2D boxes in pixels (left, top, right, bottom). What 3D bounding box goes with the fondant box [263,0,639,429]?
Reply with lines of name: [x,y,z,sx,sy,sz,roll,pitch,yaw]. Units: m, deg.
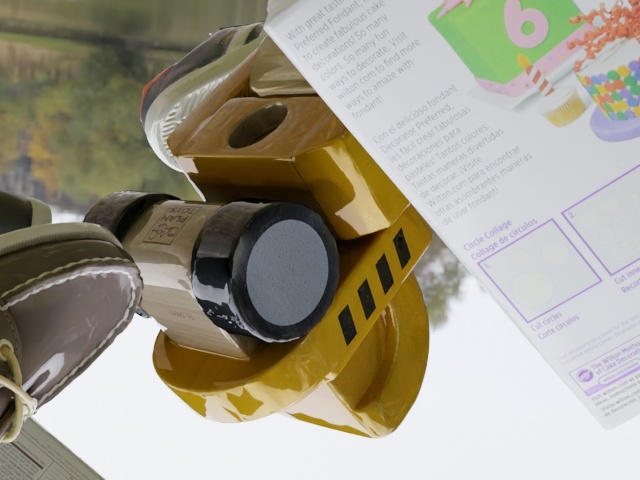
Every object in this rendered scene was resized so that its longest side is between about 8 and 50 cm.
fondant box: [0.165,-0.078,0.699,0.238,0.330,0.096,-34,-157,21]

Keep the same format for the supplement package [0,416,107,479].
supplement package: [-0.327,0.281,1.139,0.198,0.262,0.199,43,165,-12]

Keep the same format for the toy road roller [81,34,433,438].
toy road roller: [0.000,0.000,0.964,0.202,0.329,0.240,6,140,47]

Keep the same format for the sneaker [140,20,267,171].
sneaker: [-0.036,-0.197,1.345,0.350,0.131,0.148,-22,-150,-11]

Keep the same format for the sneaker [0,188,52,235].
sneaker: [-0.354,0.012,0.979,0.296,0.104,0.147,-26,136,36]

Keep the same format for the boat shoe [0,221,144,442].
boat shoe: [-0.224,0.094,0.714,0.324,0.116,0.097,-30,-142,-33]
